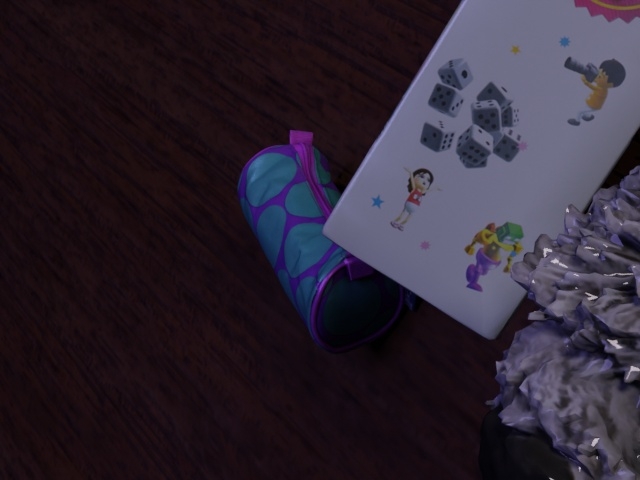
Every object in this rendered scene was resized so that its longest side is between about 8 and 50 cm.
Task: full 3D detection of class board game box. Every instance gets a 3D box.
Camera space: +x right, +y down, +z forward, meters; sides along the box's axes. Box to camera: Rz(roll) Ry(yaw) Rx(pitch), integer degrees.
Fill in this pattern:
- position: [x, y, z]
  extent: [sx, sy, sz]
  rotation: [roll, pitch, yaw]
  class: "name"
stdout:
- position: [0.129, -0.129, 0.834]
  extent: [0.303, 0.097, 0.224]
  rotation: [-58, 1, 17]
  class: "board game box"

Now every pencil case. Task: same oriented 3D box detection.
- position: [0.000, 0.000, 1.095]
  extent: [0.151, 0.064, 0.070]
  rotation: [-123, 42, -53]
  class: "pencil case"

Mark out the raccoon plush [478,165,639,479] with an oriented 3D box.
- position: [0.238, 0.016, 0.589]
  extent: [0.299, 0.216, 0.446]
  rotation: [7, 79, 51]
  class: "raccoon plush"
